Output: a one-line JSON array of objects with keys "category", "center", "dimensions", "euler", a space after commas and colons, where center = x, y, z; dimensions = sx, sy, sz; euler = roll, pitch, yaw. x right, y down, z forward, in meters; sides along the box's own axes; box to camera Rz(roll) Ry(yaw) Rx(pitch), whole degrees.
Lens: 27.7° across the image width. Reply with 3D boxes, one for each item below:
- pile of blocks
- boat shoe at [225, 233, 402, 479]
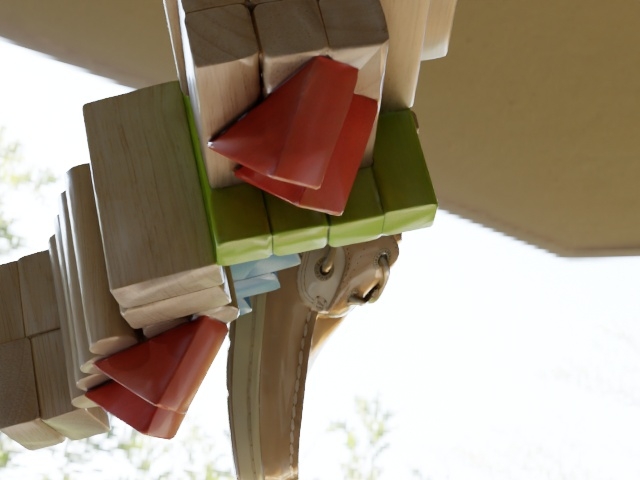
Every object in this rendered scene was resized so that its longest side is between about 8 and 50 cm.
[{"category": "pile of blocks", "center": [-0.039, 0.010, 0.541], "dimensions": [0.149, 0.113, 0.362], "euler": [1, -28, -28]}, {"category": "boat shoe", "center": [0.000, 0.000, 0.839], "dimensions": [0.110, 0.341, 0.121], "euler": [6, 1, -5]}]
